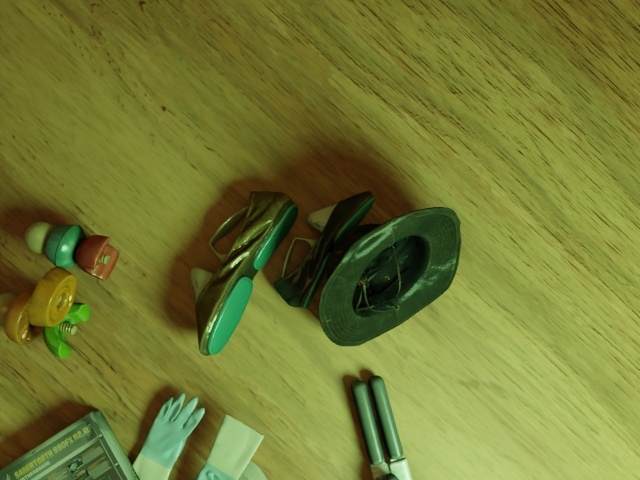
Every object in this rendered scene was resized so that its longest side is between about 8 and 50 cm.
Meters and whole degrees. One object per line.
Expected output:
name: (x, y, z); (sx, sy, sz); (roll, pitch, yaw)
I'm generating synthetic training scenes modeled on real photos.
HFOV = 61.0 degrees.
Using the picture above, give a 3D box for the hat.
hat: (0.112, 0.045, 1.053); (0.331, 0.331, 0.134); (-32, 46, -12)

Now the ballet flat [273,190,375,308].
ballet flat: (0.000, 0.000, 1.079); (0.096, 0.095, 0.280); (32, 78, 9)

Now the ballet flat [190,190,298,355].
ballet flat: (-0.171, 0.046, 1.043); (0.124, 0.116, 0.342); (24, 78, 15)

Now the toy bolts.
toy bolts: (-0.484, 0.059, 0.949); (0.159, 0.218, 0.228); (19, 62, 0)

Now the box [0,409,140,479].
box: (-0.452, 0.441, 0.950); (0.231, 0.056, 0.183); (-33, 79, -12)

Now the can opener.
can opener: (0.128, 0.404, 1.047); (0.074, 0.093, 0.280); (-13, 80, -10)

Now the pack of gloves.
pack of gloves: (-0.236, 0.412, 1.002); (0.195, 0.046, 0.232); (26, 86, 9)

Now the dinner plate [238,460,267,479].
dinner plate: (-0.161, 0.472, 0.994); (0.141, 0.017, 0.141); (-5, 64, 11)
